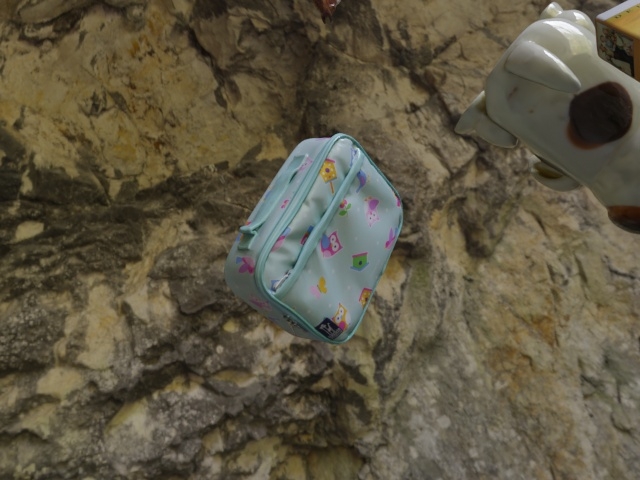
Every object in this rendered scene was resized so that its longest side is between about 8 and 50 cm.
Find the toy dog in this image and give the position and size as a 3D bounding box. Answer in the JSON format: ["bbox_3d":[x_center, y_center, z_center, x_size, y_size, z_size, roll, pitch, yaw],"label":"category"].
[{"bbox_3d":[0.495,-0.208,0.806,0.285,0.407,0.395,-52,-7,9],"label":"toy dog"}]

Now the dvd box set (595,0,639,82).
[{"bbox_3d":[0.495,-0.184,0.396,0.307,0.421,0.062,-21,-53,14],"label":"dvd box set"}]

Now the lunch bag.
[{"bbox_3d":[0.000,0.000,0.672,0.224,0.107,0.279,46,-118,-39],"label":"lunch bag"}]

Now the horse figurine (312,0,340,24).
[{"bbox_3d":[-0.003,-0.491,0.687,0.175,0.066,0.263,-64,-25,-27],"label":"horse figurine"}]
